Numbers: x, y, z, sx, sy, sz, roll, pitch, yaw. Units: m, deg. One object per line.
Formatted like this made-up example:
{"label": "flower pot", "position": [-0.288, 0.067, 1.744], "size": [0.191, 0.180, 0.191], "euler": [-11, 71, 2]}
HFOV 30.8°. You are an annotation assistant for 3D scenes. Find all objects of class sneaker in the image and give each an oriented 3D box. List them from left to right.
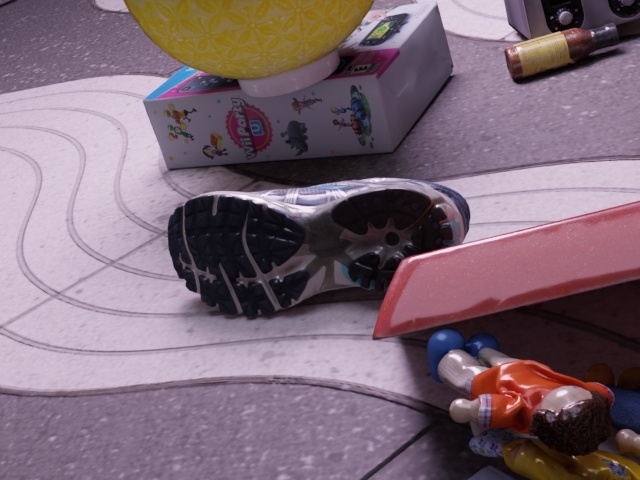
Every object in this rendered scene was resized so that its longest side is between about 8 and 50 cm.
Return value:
{"label": "sneaker", "position": [0.000, 0.000, 1.023], "size": [0.283, 0.110, 0.122], "euler": [-1, 12, 25]}

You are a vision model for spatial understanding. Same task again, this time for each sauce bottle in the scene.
{"label": "sauce bottle", "position": [0.277, -0.220, 1.335], "size": [0.128, 0.042, 0.042], "euler": [-14, 25, 4]}

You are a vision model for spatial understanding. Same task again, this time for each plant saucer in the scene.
{"label": "plant saucer", "position": [0.163, 0.010, 0.800], "size": [0.258, 0.048, 0.259], "euler": [-14, -2, 6]}

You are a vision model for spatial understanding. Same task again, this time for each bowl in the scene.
{"label": "bowl", "position": [-0.055, -0.247, 1.243], "size": [0.289, 0.156, 0.289], "euler": [-13, 28, 7]}

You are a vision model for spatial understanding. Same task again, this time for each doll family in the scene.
{"label": "doll family", "position": [0.193, 0.115, 0.660], "size": [0.262, 0.118, 0.163], "euler": [-7, 14, -21]}

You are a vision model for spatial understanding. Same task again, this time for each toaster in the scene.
{"label": "toaster", "position": [0.312, -0.316, 1.416], "size": [0.168, 0.110, 0.186], "euler": [-15, 20, 3]}

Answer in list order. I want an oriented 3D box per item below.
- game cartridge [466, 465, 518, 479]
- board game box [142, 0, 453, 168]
{"label": "game cartridge", "position": [0.092, 0.169, 0.692], "size": [0.083, 0.017, 0.056], "euler": [-30, 32, -26]}
{"label": "board game box", "position": [-0.022, -0.184, 1.385], "size": [0.303, 0.098, 0.224], "euler": [-4, 28, 28]}
